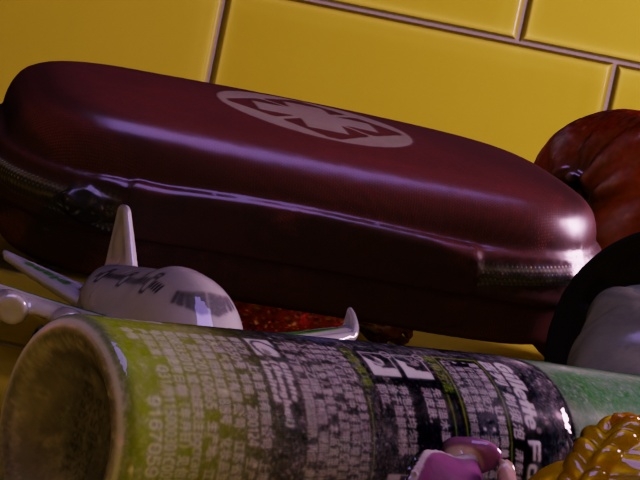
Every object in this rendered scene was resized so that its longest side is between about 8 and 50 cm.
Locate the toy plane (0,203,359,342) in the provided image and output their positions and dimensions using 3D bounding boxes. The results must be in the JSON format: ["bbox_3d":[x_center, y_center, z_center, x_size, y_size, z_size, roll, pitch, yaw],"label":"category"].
[{"bbox_3d":[-0.087,0.051,0.921,0.251,0.101,0.255,10,9,-20],"label":"toy plane"}]

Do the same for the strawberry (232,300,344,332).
[{"bbox_3d":[-0.043,0.014,1.353,0.148,0.131,0.131,24,2,-12],"label":"strawberry"}]

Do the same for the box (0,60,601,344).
[{"bbox_3d":[-0.018,-0.029,1.180,0.404,0.108,0.263,10,13,-16],"label":"box"}]

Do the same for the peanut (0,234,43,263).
[{"bbox_3d":[-0.176,-0.036,1.525,0.305,0.147,0.147,6,6,-20],"label":"peanut"}]

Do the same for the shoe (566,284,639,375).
[{"bbox_3d":[0.170,0.098,0.946,0.100,0.103,0.251,-11,18,-9],"label":"shoe"}]

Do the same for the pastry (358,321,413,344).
[{"bbox_3d":[0.000,-0.001,1.458,0.208,0.097,0.115,34,-13,6],"label":"pastry"}]

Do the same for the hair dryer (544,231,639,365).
[{"bbox_3d":[0.334,0.096,1.158,0.284,0.155,0.320,2,-9,31],"label":"hair dryer"}]

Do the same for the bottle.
[{"bbox_3d":[0.029,0.090,0.770,0.330,0.093,0.093,8,6,-39],"label":"bottle"}]

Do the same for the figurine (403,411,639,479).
[{"bbox_3d":[0.101,0.120,0.644,0.156,0.094,0.115,4,33,20],"label":"figurine"}]

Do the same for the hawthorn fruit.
[{"bbox_3d":[0.288,0.022,1.539,0.272,0.242,0.242,28,-6,-37],"label":"hawthorn fruit"}]
